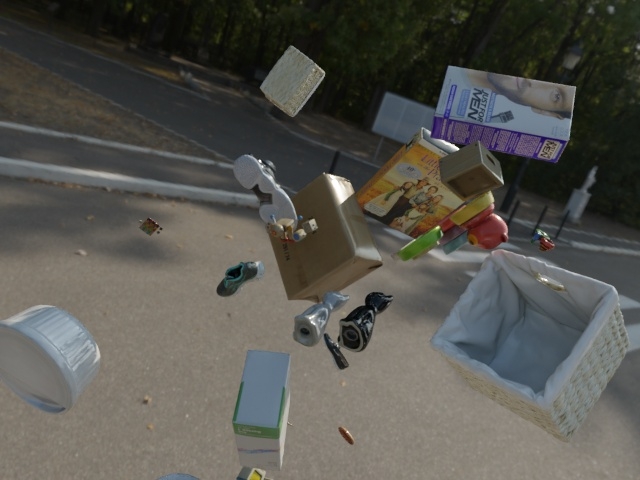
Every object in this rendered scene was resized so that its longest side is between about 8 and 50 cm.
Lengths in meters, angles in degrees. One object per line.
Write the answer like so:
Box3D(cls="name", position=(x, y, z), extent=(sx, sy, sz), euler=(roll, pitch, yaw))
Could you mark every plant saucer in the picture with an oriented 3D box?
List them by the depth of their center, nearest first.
Box3D(cls="plant saucer", position=(0.100, 0.748, 2.025), extent=(0.013, 0.083, 0.083), euler=(-35, 44, -23))

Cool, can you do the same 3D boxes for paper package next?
Box3D(cls="paper package", position=(0.000, 0.000, 1.728), extent=(0.168, 0.310, 0.324), euler=(14, 48, -51))

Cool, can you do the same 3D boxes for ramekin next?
Box3D(cls="ramekin", position=(-0.662, 0.279, 1.278), extent=(0.273, 0.272, 0.127), euler=(23, 35, 12))

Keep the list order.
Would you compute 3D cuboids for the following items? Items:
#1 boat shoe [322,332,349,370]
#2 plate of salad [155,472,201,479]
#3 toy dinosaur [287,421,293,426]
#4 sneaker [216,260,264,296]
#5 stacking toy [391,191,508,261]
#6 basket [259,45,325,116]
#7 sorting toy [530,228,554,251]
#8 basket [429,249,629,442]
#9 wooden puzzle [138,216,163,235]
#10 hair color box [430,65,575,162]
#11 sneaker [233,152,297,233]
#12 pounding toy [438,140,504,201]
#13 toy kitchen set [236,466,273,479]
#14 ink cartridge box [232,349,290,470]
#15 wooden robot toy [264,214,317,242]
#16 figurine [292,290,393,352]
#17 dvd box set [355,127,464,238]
Box3D(cls="boat shoe", position=(0.046, 0.337, 1.613), extent=(0.125, 0.038, 0.046), euler=(64, 15, 8))
Box3D(cls="plate of salad", position=(-0.331, 0.639, 1.235), extent=(0.200, 0.048, 0.199), euler=(19, 35, -13))
Box3D(cls="toy dinosaur", position=(-0.182, 0.597, 1.966), extent=(0.064, 0.112, 0.211), euler=(51, 23, -62))
Box3D(cls="sneaker", position=(-0.226, 0.095, 1.374), extent=(0.076, 0.167, 0.064), euler=(16, 47, -49))
Box3D(cls="stacking toy", position=(0.348, 0.013, 1.425), extent=(0.130, 0.280, 0.309), euler=(55, -3, 4))
Box3D(cls="basket", position=(-0.084, -0.467, 1.541), extent=(0.113, 0.167, 0.103), euler=(39, 7, 11))
Box3D(cls="sorting toy", position=(0.694, 0.003, 1.663), extent=(0.061, 0.042, 0.102), euler=(27, 26, -11))
Box3D(cls="basket", position=(0.521, 0.250, 1.305), extent=(0.328, 0.331, 0.266), euler=(24, -18, 50))
Box3D(cls="wooden puzzle", position=(-0.581, -0.046, 1.794), extent=(0.083, 0.049, 0.006), euler=(44, -2, -34))
Box3D(cls="hair color box", position=(0.483, -0.341, 1.411), extent=(0.339, 0.185, 0.110), euler=(14, -25, 10))
Box3D(cls="sneaker", position=(-0.150, -0.151, 1.584), extent=(0.268, 0.101, 0.153), euler=(55, 16, -14))
Box3D(cls="pounding toy", position=(0.368, -0.169, 1.302), extent=(0.141, 0.130, 0.100), euler=(30, 49, -39))
Box3D(cls="toy kitchen set", position=(-0.136, 0.773, 1.587), extent=(0.207, 0.166, 0.122), euler=(-1, 44, 30))
Box3D(cls="ink cartridge box", position=(-0.146, 0.447, 1.377), extent=(0.117, 0.278, 0.201), euler=(6, 47, 2))
Box3D(cls="wooden robot toy", position=(-0.098, -0.022, 1.430), extent=(0.174, 0.076, 0.079), euler=(4, 21, 30))
Box3D(cls="figurine", position=(0.059, 0.190, 1.363), extent=(0.215, 0.092, 0.209), euler=(-1, 22, 31))
Box3D(cls="dvd box set", position=(0.349, -0.182, 1.867), extent=(0.308, 0.420, 0.062), euler=(25, 50, -19))
